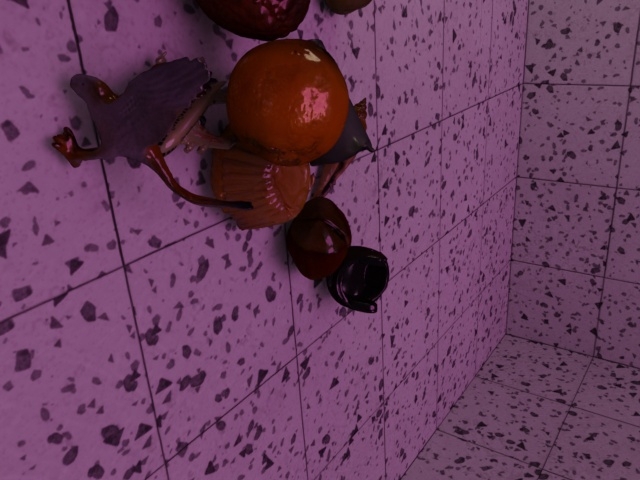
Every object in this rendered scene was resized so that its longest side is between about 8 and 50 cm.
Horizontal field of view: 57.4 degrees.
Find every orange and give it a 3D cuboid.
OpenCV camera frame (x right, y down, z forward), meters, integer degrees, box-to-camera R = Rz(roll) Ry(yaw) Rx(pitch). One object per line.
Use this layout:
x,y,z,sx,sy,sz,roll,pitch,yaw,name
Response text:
-0.063,-0.269,1.143,0.246,0.246,0.246,-23,119,-51,orange

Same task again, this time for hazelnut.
0.003,0.001,1.554,0.181,0.181,0.212,40,55,-32,hazelnut

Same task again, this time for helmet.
0.114,0.110,1.735,0.216,0.193,0.189,1,102,-45,helmet

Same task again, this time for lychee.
-0.139,-0.519,1.139,0.255,0.300,0.255,-14,129,-18,lychee

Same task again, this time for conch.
0.045,-0.253,1.631,0.330,0.093,0.109,-58,165,5,conch

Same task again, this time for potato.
0.068,-0.682,1.483,0.157,0.157,0.193,-39,117,-44,potato

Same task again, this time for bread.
-0.132,-0.153,1.333,0.274,0.149,0.274,-25,119,-59,bread

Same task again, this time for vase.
0.002,-0.324,1.427,0.156,0.251,0.300,-20,91,-27,vase

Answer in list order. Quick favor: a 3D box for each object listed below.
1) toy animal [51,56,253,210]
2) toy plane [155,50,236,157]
-0.295,-0.163,1.027,0.302,0.225,0.284,-12,110,-8,toy animal
-0.267,-0.239,1.140,0.244,0.092,0.229,-54,128,-22,toy plane
